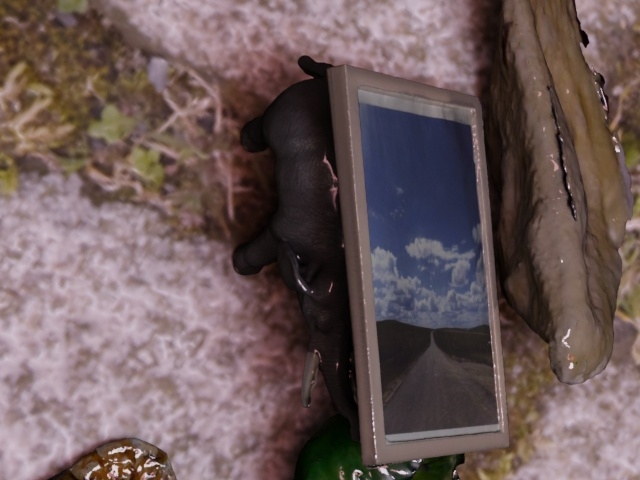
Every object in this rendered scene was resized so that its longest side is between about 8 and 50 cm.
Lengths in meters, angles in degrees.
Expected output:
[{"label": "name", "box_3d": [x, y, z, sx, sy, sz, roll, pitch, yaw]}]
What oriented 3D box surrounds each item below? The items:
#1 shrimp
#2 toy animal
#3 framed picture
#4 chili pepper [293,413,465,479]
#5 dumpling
[{"label": "shrimp", "box_3d": [-0.172, 0.200, 1.209, 0.161, 0.034, 0.091, -23, 100, -16]}, {"label": "toy animal", "box_3d": [-0.003, 0.004, 1.202, 0.082, 0.137, 0.270, -1, 84, -20]}, {"label": "framed picture", "box_3d": [0.067, 0.019, 1.173, 0.189, 0.023, 0.260, 5, 79, -57]}, {"label": "chili pepper", "box_3d": [0.021, 0.233, 1.241, 0.148, 0.116, 0.265, 18, 86, -5]}, {"label": "dumpling", "box_3d": [0.165, -0.052, 1.275, 0.086, 0.166, 0.332, -9, 76, 25]}]
